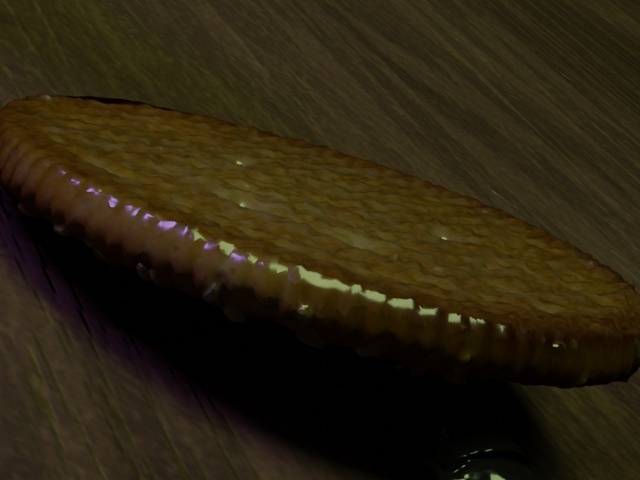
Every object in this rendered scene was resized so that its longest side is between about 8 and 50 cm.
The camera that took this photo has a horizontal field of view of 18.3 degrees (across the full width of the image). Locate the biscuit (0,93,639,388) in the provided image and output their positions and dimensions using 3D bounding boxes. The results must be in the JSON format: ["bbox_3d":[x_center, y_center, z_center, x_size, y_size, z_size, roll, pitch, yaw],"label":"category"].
[{"bbox_3d":[0.000,0.000,0.850,0.305,0.038,0.305,17,11,-3],"label":"biscuit"}]

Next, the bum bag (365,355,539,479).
[{"bbox_3d":[0.053,0.074,0.783,0.058,0.034,0.124,19,19,-31],"label":"bum bag"}]
